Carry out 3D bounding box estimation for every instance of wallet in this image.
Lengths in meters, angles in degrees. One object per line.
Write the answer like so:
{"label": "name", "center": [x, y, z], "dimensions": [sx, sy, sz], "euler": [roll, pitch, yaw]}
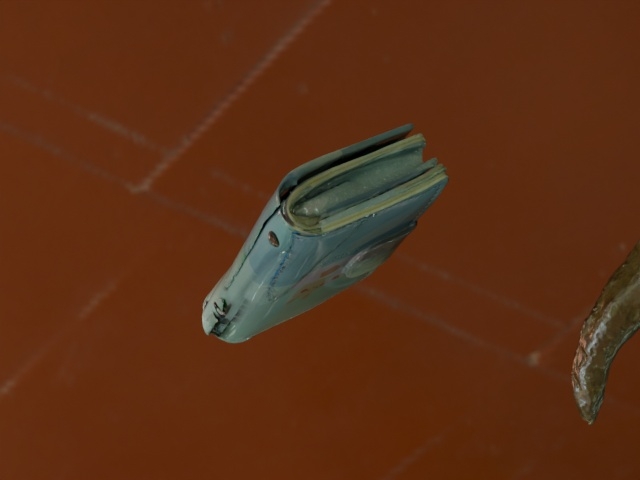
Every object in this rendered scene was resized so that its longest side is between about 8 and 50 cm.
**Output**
{"label": "wallet", "center": [0.000, 0.000, 1.533], "dimensions": [0.176, 0.075, 0.250], "euler": [-25, 166, -29]}

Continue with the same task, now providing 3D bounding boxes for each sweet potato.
{"label": "sweet potato", "center": [0.172, 0.026, 0.914], "dimensions": [0.041, 0.038, 0.153], "euler": [33, 88, -28]}
